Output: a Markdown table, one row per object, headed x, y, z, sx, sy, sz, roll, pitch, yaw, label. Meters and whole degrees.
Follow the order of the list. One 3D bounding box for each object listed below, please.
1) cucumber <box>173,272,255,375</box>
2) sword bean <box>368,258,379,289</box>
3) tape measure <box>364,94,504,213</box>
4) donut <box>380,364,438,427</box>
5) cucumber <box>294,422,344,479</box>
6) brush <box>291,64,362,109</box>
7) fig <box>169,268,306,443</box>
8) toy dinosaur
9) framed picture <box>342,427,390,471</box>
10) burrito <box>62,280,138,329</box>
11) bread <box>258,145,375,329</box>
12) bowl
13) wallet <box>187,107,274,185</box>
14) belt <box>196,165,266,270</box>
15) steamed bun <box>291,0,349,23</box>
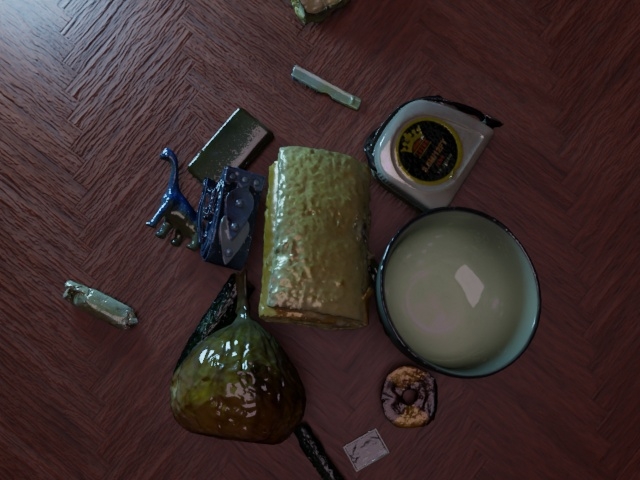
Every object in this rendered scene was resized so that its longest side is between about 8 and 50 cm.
| x | y | z | sx | sy | sz | roll | pitch | yaw | label |
| --- | --- | --- | --- | --- | --- | --- | --- | --- | --- |
| -0.251 | 0.210 | 1.521 | 0.067 | 0.067 | 0.293 | 33 | 87 | 3 | cucumber |
| 0.185 | 0.158 | 1.534 | 0.043 | 0.038 | 0.269 | -39 | 85 | 23 | sword bean |
| 0.238 | -0.219 | 1.519 | 0.231 | 0.133 | 0.271 | 35 | 85 | -4 | tape measure |
| 0.198 | 0.347 | 1.506 | 0.140 | 0.059 | 0.140 | 0 | 86 | 1 | donut |
| 0.021 | 0.521 | 1.503 | 0.044 | 0.043 | 0.256 | -35 | 86 | 3 | cucumber |
| 0.013 | -0.354 | 1.582 | 0.179 | 0.030 | 0.033 | 26 | 71 | -7 | brush |
| -0.162 | 0.238 | 1.415 | 0.286 | 0.286 | 0.368 | 4 | 80 | 1 | fig |
| -0.293 | -0.073 | 1.545 | 0.248 | 0.075 | 0.188 | 30 | 74 | -13 | toy dinosaur |
| 0.104 | 0.473 | 1.523 | 0.089 | 0.006 | 0.066 | -29 | 85 | -2 | framed picture |
| -0.502 | 0.151 | 1.540 | 0.188 | 0.045 | 0.058 | 26 | 93 | 1 | burrito |
| 0.000 | 0.000 | 1.432 | 0.237 | 0.165 | 0.375 | 10 | 65 | -16 | bread |
| 0.266 | 0.119 | 1.440 | 0.354 | 0.185 | 0.353 | 3 | 76 | -13 | bowl |
| -0.210 | -0.204 | 1.570 | 0.110 | 0.031 | 0.198 | 40 | 87 | 4 | wallet |
| -0.209 | -0.049 | 1.492 | 0.128 | 0.122 | 0.218 | 13 | 76 | -20 | belt |
| -0.010 | -0.608 | 1.565 | 0.192 | 0.106 | 0.177 | -33 | 99 | -14 | steamed bun |
